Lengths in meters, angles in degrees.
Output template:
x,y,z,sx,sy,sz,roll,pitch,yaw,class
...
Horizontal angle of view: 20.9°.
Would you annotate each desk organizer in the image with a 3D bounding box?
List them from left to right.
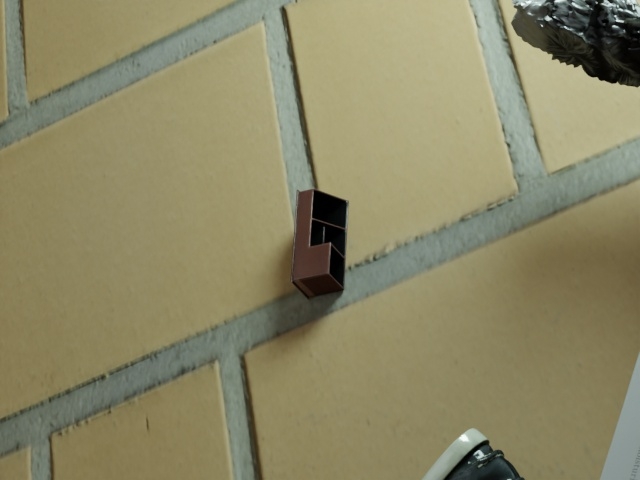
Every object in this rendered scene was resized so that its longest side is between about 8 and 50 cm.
x,y,z,sx,sy,sz,roll,pitch,yaw,class
0.000,0.000,2.086,0.050,0.047,0.130,-12,56,24,desk organizer

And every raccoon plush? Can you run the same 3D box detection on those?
x,y,z,sx,sy,sz,roll,pitch,yaw,class
0.453,-0.293,1.824,0.446,0.216,0.299,27,72,21,raccoon plush

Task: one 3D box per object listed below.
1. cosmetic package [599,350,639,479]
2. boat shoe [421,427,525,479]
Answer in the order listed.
x,y,z,sx,sy,sz,roll,pitch,yaw,class
0.494,0.218,1.543,0.453,0.161,0.230,7,66,36,cosmetic package
0.094,0.356,1.749,0.113,0.127,0.340,36,81,19,boat shoe
